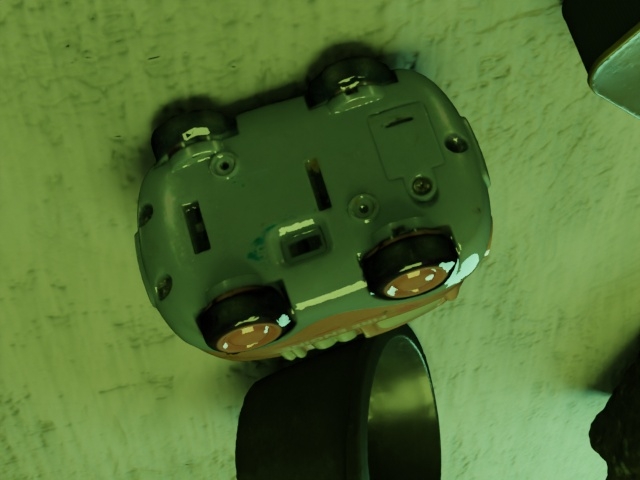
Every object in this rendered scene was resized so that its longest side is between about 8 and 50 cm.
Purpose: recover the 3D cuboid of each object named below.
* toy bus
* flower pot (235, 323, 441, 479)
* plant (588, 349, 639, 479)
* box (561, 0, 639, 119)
[{"bbox_3d":[0.000,0.000,1.157,0.288,0.194,0.232,-19,154,2],"label":"toy bus"},{"bbox_3d":[0.015,0.219,1.446,0.166,0.269,0.269,-8,150,21],"label":"flower pot"},{"bbox_3d":[0.467,0.188,1.599,0.215,0.213,0.312,4,138,-22],"label":"plant"},{"bbox_3d":[0.299,-0.191,1.096,0.144,0.090,0.201,19,132,-41],"label":"box"}]
